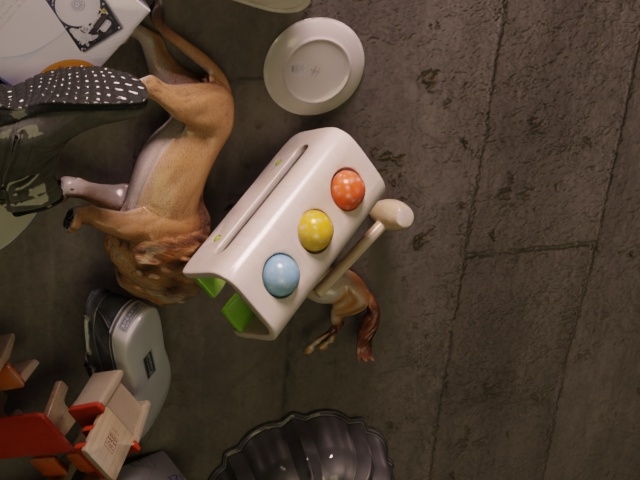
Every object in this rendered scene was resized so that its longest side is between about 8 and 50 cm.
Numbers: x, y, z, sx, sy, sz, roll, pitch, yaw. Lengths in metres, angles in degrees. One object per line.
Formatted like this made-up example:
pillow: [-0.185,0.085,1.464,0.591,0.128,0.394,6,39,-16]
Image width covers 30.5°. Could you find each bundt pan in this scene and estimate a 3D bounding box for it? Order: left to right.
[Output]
bundt pan: [-0.018,0.441,1.918,0.331,0.124,0.331,-8,122,-14]

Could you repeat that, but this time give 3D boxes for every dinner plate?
dinner plate: [-0.006,-0.229,1.569,0.141,0.017,0.141,-8,122,-13]

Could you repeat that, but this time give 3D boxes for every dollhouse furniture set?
dollhouse furniture set: [-0.373,0.263,1.610,0.259,0.135,0.262,-12,128,30]

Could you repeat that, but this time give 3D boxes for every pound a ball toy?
pound a ball toy: [0.000,0.000,1.567,0.208,0.135,0.319,52,60,-25]

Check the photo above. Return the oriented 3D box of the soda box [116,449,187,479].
soda box: [-0.339,0.423,1.767,0.286,0.091,0.098,-18,128,-30]

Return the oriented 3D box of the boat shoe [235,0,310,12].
boat shoe: [-0.152,-0.371,1.402,0.319,0.116,0.099,17,71,-20]

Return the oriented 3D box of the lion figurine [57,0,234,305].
lion figurine: [-0.194,-0.099,1.514,0.240,0.142,0.392,15,111,-34]

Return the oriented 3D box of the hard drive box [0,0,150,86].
hard drive box: [-0.348,-0.286,1.372,0.232,0.089,0.181,36,104,-32]

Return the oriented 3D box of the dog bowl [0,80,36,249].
dog bowl: [-0.468,-0.103,1.436,0.265,0.104,0.265,-9,123,-13]

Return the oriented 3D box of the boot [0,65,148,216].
boot: [-0.320,-0.111,1.380,0.246,0.083,0.161,-8,130,-8]

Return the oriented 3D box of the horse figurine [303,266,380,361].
horse figurine: [-0.005,0.086,1.737,0.263,0.066,0.174,27,115,-28]

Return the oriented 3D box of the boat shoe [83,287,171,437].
boat shoe: [-0.287,0.178,1.677,0.108,0.102,0.301,-53,159,-33]
